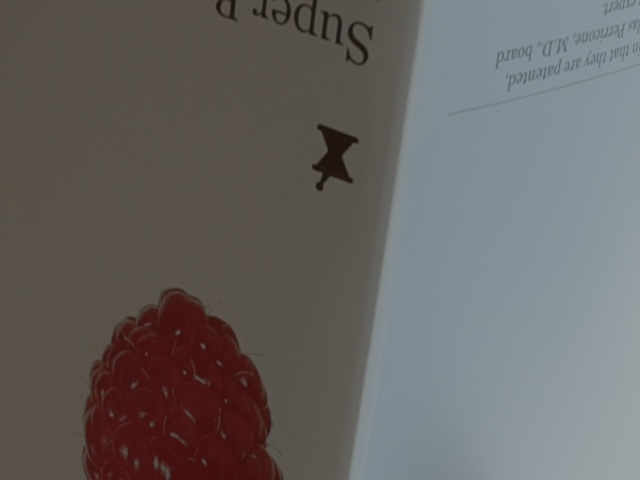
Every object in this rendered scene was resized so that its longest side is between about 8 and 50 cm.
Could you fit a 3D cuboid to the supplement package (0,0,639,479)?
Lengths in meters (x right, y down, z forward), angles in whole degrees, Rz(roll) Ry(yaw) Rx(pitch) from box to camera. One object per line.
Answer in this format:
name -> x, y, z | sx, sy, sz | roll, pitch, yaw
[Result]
supplement package -> 0.000, 0.000, 0.459 | 0.177, 0.175, 0.293 | 25, -61, 35
